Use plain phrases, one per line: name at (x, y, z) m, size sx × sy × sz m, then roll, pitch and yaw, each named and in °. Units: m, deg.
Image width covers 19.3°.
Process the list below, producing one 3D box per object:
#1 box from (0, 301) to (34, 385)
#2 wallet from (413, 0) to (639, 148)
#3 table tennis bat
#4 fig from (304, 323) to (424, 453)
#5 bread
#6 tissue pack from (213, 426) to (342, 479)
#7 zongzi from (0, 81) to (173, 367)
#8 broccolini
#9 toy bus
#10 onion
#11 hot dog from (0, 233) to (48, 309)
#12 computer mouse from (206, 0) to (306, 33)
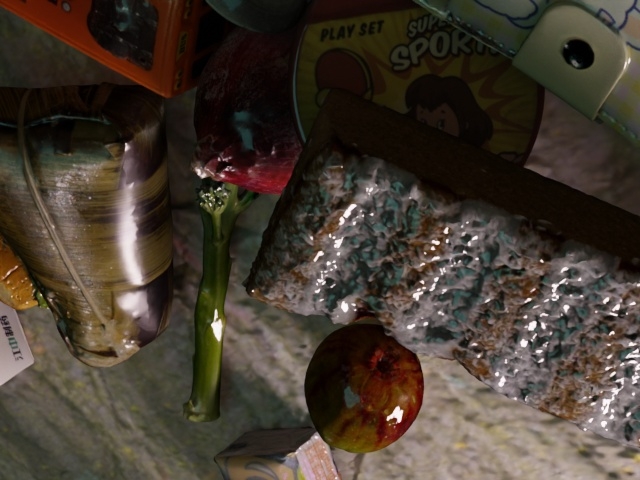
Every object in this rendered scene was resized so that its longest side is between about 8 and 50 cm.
box at (-0.449, 0.035, 1.969) m, size 0.145 × 0.173 × 0.333 m, roll 0°, pitch 115°, yaw 40°
wallet at (0.212, -0.181, 1.334) m, size 0.309 × 0.077 × 0.223 m, roll 34°, pitch 144°, yaw 8°
table tennis bat at (0.068, -0.159, 1.461) m, size 0.200 × 0.038 × 0.310 m, roll -10°, pitch 105°, yaw -2°
fig at (0.031, 0.141, 1.699) m, size 0.155 × 0.103 × 0.109 m, roll 131°, pitch 136°, yaw -55°
bread at (0.163, 0.040, 1.421) m, size 0.416 × 0.113 × 0.165 m, roll 22°, pitch 127°, yaw -2°
tissue pack at (-0.027, 0.260, 1.841) m, size 0.108 × 0.060 × 0.148 m, roll -8°, pitch 109°, yaw 43°
zongzi at (-0.282, -0.027, 1.782) m, size 0.288 × 0.134 × 0.286 m, roll 6°, pitch 121°, yaw 10°
broccolini at (-0.097, 0.026, 1.744) m, size 0.079 × 0.074 × 0.392 m, roll 30°, pitch 129°, yaw 32°
toy bus at (-0.210, -0.255, 1.616) m, size 0.329 × 0.153 × 0.143 m, roll 31°, pitch 133°, yaw 21°
onion at (-0.041, -0.104, 1.539) m, size 0.159 × 0.195 × 0.159 m, roll 34°, pitch 143°, yaw 31°
hot dog at (-0.322, -0.038, 1.899) m, size 0.104 × 0.076 × 0.250 m, roll -25°, pitch 103°, yaw 25°
computer mouse at (-0.071, -0.263, 1.489) m, size 0.068 × 0.113 × 0.229 m, roll -30°, pitch 66°, yaw 51°
